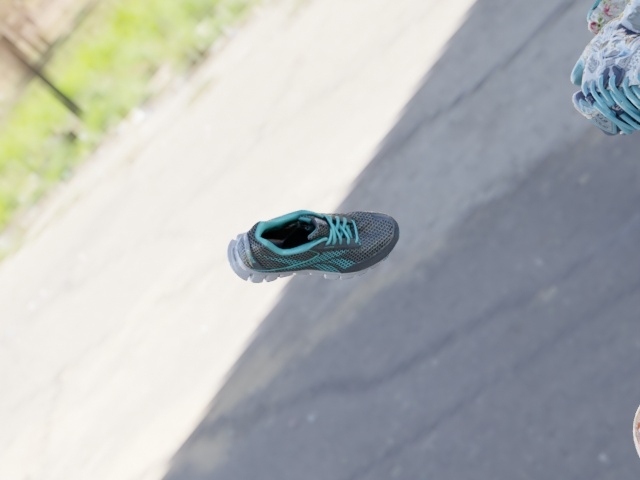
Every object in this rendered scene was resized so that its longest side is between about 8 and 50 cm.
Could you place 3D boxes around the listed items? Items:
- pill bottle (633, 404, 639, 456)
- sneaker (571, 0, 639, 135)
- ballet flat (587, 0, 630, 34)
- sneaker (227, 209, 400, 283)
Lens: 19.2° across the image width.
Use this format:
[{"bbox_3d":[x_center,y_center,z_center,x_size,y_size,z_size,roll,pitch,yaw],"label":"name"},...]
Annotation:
[{"bbox_3d":[0.356,0.154,1.690,0.108,0.108,0.193,-54,-5,-20],"label":"pill bottle"},{"bbox_3d":[0.285,-0.128,1.612,0.122,0.110,0.283,-39,12,8],"label":"sneaker"},{"bbox_3d":[0.400,-0.293,2.053,0.241,0.077,0.091,-41,-26,5],"label":"ballet flat"},{"bbox_3d":[0.000,0.000,1.753,0.166,0.065,0.076,-11,-18,-18],"label":"sneaker"}]
